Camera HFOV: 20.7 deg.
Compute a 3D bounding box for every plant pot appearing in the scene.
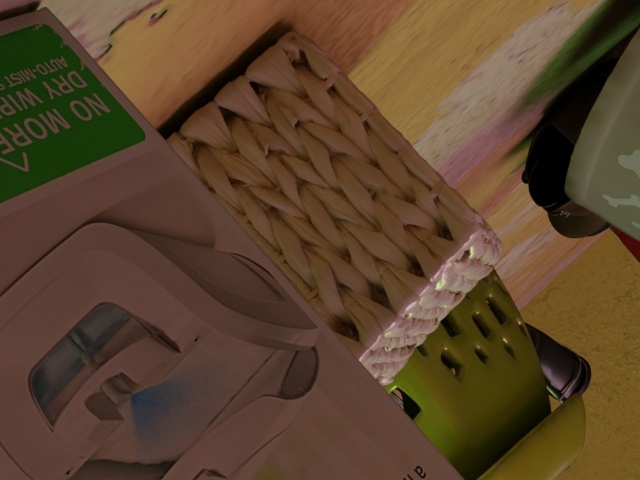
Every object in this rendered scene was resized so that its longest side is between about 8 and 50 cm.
[{"bbox_3d":[0.048,0.138,1.251,0.227,0.207,0.228,-45,170,25],"label":"plant pot"}]

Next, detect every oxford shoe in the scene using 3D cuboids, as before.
[{"bbox_3d":[0.192,-0.055,1.356,0.096,0.083,0.227,-36,158,-14],"label":"oxford shoe"}]

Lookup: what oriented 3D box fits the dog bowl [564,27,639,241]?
[{"bbox_3d":[0.316,-0.129,1.189,0.349,0.102,0.349,-44,160,-20],"label":"dog bowl"}]

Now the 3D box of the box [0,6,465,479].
[{"bbox_3d":[-0.093,0.117,0.457,0.262,0.231,0.127,-47,170,36],"label":"box"}]

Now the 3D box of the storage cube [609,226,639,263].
[{"bbox_3d":[0.372,-0.085,1.615,0.215,0.184,0.193,-31,167,-49],"label":"storage cube"}]

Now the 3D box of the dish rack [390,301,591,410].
[{"bbox_3d":[0.072,0.158,1.474,0.271,0.074,0.208,-50,-146,-8],"label":"dish rack"}]

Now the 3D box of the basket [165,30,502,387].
[{"bbox_3d":[0.000,0.000,0.671,0.103,0.113,0.167,-44,171,5],"label":"basket"}]
